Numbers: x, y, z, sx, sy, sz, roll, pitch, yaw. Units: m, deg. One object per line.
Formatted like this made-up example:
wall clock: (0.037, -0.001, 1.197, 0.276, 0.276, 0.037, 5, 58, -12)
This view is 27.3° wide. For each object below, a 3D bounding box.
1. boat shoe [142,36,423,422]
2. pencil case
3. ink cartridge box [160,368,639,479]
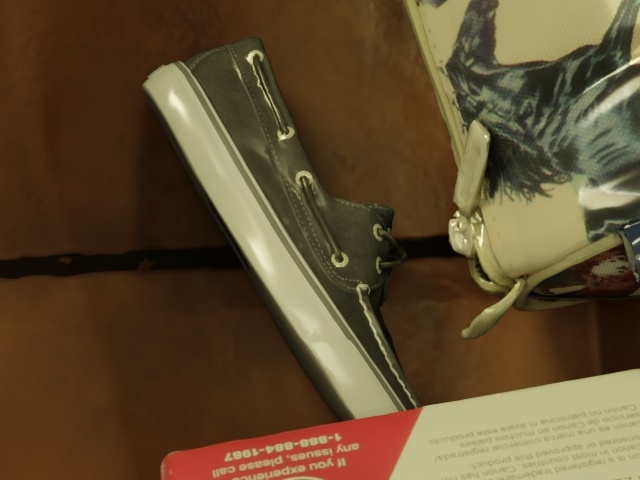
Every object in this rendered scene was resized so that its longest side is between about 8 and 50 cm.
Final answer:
boat shoe: (0.000, 0.000, 0.632, 0.076, 0.080, 0.228, -30, 74, -7)
pencil case: (0.089, -0.166, 0.626, 0.184, 0.160, 0.410, -17, 80, -22)
ink cartridge box: (0.068, 0.205, 0.481, 0.226, 0.131, 0.306, -8, 38, -6)
